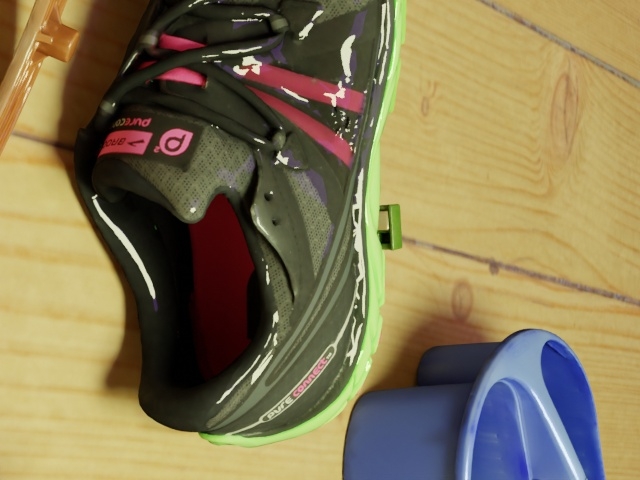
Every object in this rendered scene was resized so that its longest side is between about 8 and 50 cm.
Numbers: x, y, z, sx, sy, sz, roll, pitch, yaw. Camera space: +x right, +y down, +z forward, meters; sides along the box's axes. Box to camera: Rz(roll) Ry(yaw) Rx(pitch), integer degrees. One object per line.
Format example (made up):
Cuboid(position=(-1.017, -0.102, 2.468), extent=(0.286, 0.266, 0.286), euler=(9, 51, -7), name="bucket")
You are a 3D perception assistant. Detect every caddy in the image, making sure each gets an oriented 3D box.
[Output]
Cuboid(position=(0.162, 0.244, 1.296), extent=(0.241, 0.179, 0.341), euler=(-30, 113, -51), name="caddy")

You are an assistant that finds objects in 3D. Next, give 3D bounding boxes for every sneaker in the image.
Cuboid(position=(-0.057, -0.093, 0.999), extent=(0.202, 0.185, 0.483), euler=(-11, 97, -56), name="sneaker")

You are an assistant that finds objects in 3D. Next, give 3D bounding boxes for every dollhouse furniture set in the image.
Cuboid(position=(0.000, 0.000, 1.178), extent=(0.151, 0.058, 0.076), euler=(-8, 96, -53), name="dollhouse furniture set")

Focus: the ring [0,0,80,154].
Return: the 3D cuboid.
Cuboid(position=(-0.167, -0.099, 0.784), extent=(0.336, 0.032, 0.336), euler=(-157, -90, -87), name="ring")
